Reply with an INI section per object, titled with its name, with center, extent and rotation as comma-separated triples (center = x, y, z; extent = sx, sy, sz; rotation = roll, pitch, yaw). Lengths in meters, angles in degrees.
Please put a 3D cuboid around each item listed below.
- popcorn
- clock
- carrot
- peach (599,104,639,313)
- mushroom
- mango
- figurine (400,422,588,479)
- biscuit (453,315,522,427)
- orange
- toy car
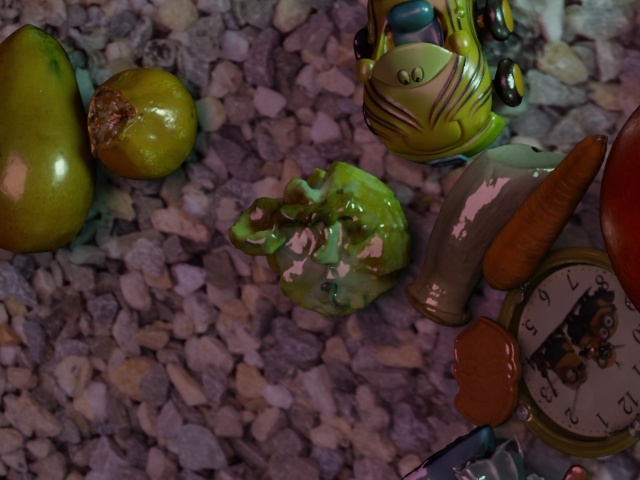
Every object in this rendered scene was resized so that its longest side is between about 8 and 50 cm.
[popcorn]
center = 0.000, 0.000, 1.457
extent = 0.198, 0.212, 0.198
rotation = -34, 47, 46
[clock]
center = 0.299, 0.123, 1.349
extent = 0.237, 0.057, 0.237
rotation = 1, 91, 46
[carrot]
center = 0.243, -0.034, 1.293
extent = 0.271, 0.066, 0.062
rotation = -61, 43, 45
[peach]
center = 0.443, -0.035, 1.146
extent = 0.370, 0.370, 0.370
rotation = -3, 84, 26
[mushroom]
center = 0.186, -0.017, 1.417
extent = 0.247, 0.108, 0.096
rotation = -56, 35, 8
[mango]
center = -0.407, -0.135, 1.672
extent = 0.211, 0.173, 0.317
rotation = -17, 72, 48
[figurine]
center = 0.229, 0.394, 1.287
extent = 0.276, 0.248, 0.388
rotation = -33, 73, -4
[biscuit]
center = 0.192, 0.154, 1.414
extent = 0.102, 0.019, 0.130
rotation = 11, 100, 49
[orange]
center = -0.240, -0.157, 1.618
extent = 0.154, 0.134, 0.155
rotation = -3, 80, 19
[toy car]
center = 0.124, -0.217, 1.438
extent = 0.200, 0.142, 0.248
rotation = -15, 77, 25
